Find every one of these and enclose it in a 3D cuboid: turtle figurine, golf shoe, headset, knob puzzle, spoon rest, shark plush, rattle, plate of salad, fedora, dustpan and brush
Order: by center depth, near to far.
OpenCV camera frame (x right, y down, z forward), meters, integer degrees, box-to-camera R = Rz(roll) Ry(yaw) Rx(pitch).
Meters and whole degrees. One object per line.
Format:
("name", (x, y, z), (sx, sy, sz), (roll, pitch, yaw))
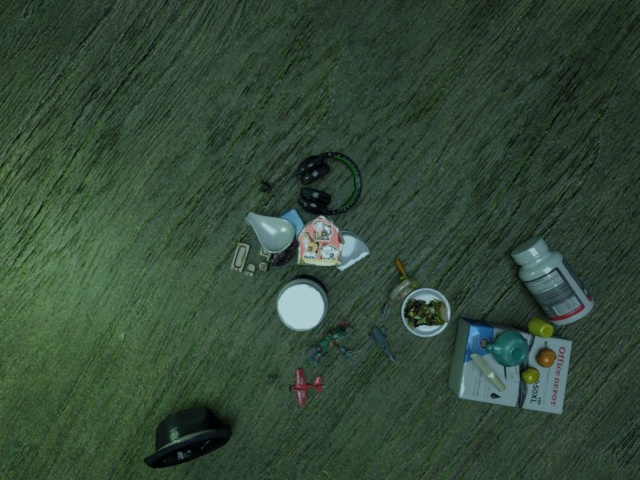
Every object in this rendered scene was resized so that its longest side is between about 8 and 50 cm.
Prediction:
("spoon rest", (-0.204, -0.043, 1.782), (0.276, 0.084, 0.137), (30, 81, 40))
("fedora", (-0.519, 0.747, 1.815), (0.333, 0.334, 0.153), (-24, 60, 1))
("knob puzzle", (0.000, 0.000, 1.820), (0.212, 0.030, 0.214), (0, 89, -3))
("golf shoe", (-0.143, 0.031, 1.846), (0.067, 0.186, 0.086), (5, 49, -33))
("turtle figurine", (0.060, 0.407, 1.852), (0.234, 0.118, 0.175), (-32, 131, 2))
("headset", (-0.037, -0.218, 1.853), (0.393, 0.185, 0.244), (-5, 94, -15))
("rattle", (0.278, 0.191, 1.868), (0.143, 0.130, 0.200), (46, 118, 10))
("shark plush", (0.245, 0.419, 1.869), (0.073, 0.067, 0.162), (-18, 90, 1))
("plate of salad", (0.424, 0.291, 1.876), (0.199, 0.048, 0.200), (0, 91, 1))
("dustpan and brush", (0.085, -0.005, 1.878), (0.147, 0.060, 0.211), (-31, 97, -1))

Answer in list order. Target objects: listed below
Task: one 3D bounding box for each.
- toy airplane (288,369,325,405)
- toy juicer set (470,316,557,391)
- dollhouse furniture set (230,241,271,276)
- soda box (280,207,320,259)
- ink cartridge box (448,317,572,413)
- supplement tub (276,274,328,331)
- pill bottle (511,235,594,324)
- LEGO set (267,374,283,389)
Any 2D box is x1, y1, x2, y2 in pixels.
("toy airplane", (-0.054, 0.587, 1.894), (0.151, 0.028, 0.152), (0, 92, 0))
("toy juicer set", (0.698, 0.428, 1.696), (0.328, 0.089, 0.210), (-22, 101, -8))
("dollhouse furniture set", (-0.271, 0.069, 1.842), (0.151, 0.123, 0.144), (17, 91, 0))
("soda box", (-0.079, -0.022, 1.867), (0.071, 0.067, 0.210), (-29, 90, 1))
("ink cartridge box", (0.726, 0.479, 1.815), (0.394, 0.166, 0.286), (9, 90, 0))
("supplement tub", (-0.065, 0.232, 1.768), (0.190, 0.272, 0.192), (0, 90, 0))
("pill bottle", (0.881, 0.149, 1.806), (0.176, 0.176, 0.319), (-35, 90, 1))
("LEGO set", (-0.186, 0.568, 1.902), (0.054, 0.023, 0.083), (-26, 104, 3))
